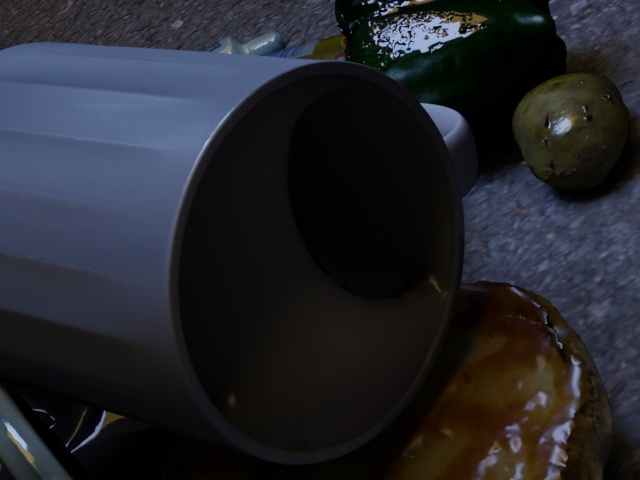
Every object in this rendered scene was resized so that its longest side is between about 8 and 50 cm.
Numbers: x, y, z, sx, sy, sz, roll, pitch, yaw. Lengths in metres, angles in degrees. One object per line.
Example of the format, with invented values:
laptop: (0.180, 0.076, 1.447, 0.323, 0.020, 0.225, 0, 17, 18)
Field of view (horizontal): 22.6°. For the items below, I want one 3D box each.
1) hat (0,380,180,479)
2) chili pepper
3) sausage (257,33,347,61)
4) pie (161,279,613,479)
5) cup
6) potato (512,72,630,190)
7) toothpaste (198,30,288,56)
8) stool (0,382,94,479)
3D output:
hat: (-0.243, 0.130, 1.279, 0.336, 0.209, 0.238, 3, 69, 9)
chili pepper: (0.078, -0.157, 1.358, 0.261, 0.165, 0.174, -15, 0, 18)
sausage: (0.005, -0.165, 1.568, 0.372, 0.082, 0.082, -10, 34, 36)
pie: (0.036, 0.155, 0.991, 0.315, 0.092, 0.315, -22, 37, 18)
cup: (-0.076, -0.022, 1.041, 0.323, 0.236, 0.327, -29, 25, -36)
potato: (0.197, -0.093, 1.264, 0.092, 0.070, 0.138, -24, 28, 11)
toothpaste: (-0.207, -0.130, 1.745, 0.392, 0.061, 0.098, -27, 28, 14)
stool: (-0.224, 0.223, 1.039, 0.199, 0.195, 0.195, -39, 29, -6)
